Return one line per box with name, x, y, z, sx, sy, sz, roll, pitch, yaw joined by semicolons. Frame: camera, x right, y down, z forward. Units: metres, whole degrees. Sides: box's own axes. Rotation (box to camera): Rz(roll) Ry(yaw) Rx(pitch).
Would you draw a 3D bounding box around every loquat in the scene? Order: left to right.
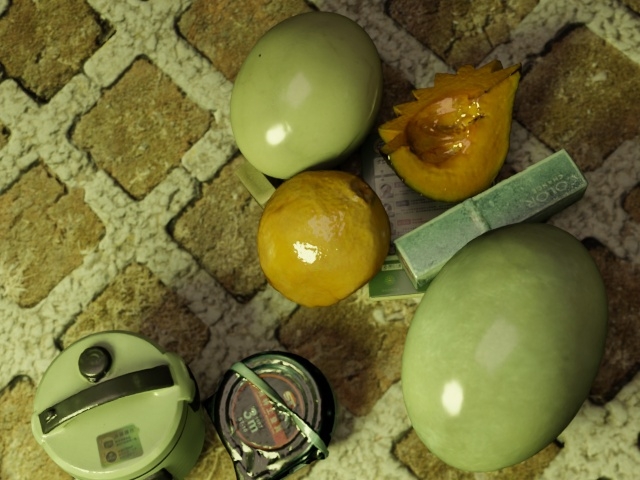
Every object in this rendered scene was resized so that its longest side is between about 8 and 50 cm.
loquat;0.000;0.000;1.624;0.234;0.176;0.187;-42;56;41

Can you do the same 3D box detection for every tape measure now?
tape measure;-0.064;0.251;1.613;0.181;0.107;0.182;-26;72;6

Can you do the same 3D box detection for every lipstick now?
lipstick;0.248;-0.032;1.621;0.290;0.076;0.077;-29;72;-2

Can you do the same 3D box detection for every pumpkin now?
pumpkin;0.193;-0.151;1.664;0.254;0.149;0.130;-37;27;-16

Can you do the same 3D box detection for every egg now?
egg;-0.019;-0.215;1.674;0.219;0.219;0.269;28;83;16
egg;0.247;0.139;1.503;0.258;0.258;0.352;27;74;16

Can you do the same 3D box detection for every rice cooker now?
rice cooker;-0.275;0.249;1.575;0.226;0.244;0.226;-2;63;5

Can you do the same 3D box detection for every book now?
book;0.165;-0.046;1.692;0.202;0.027;0.264;-6;74;9

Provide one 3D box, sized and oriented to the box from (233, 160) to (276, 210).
box;-0.087;-0.074;1.718;0.035;0.083;0.079;-39;65;-2
